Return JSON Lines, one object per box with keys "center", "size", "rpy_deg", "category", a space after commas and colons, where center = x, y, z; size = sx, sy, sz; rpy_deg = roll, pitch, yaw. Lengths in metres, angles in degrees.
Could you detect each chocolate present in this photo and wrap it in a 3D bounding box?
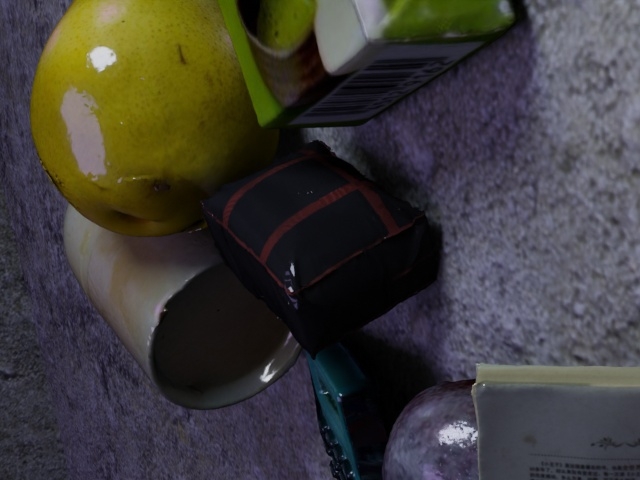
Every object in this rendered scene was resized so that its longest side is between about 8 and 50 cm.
{"center": [0.006, -0.262, 0.980], "size": [0.301, 0.137, 0.289], "rpy_deg": [-25, 84, 64], "category": "chocolate"}

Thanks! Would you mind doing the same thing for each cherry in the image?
{"center": [0.152, 0.210, 0.954], "size": [0.195, 0.195, 0.195], "rpy_deg": [42, 141, 46], "category": "cherry"}

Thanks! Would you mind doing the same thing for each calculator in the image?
{"center": [0.042, 0.246, 1.248], "size": [0.248, 0.058, 0.274], "rpy_deg": [-134, 29, -76], "category": "calculator"}

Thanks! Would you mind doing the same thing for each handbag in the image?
{"center": [0.000, 0.000, 1.125], "size": [0.215, 0.169, 0.155], "rpy_deg": [41, 157, 45], "category": "handbag"}

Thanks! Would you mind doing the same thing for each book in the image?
{"center": [0.220, 0.226, 0.838], "size": [0.026, 0.201, 0.290], "rpy_deg": [-63, -30, -64], "category": "book"}

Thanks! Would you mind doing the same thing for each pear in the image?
{"center": [-0.180, -0.171, 1.237], "size": [0.285, 0.284, 0.337], "rpy_deg": [3, 90, 63], "category": "pear"}

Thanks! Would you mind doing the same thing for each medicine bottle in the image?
{"center": [-0.204, 0.013, 1.454], "size": [0.406, 0.235, 0.236], "rpy_deg": [43, 142, 44], "category": "medicine bottle"}
